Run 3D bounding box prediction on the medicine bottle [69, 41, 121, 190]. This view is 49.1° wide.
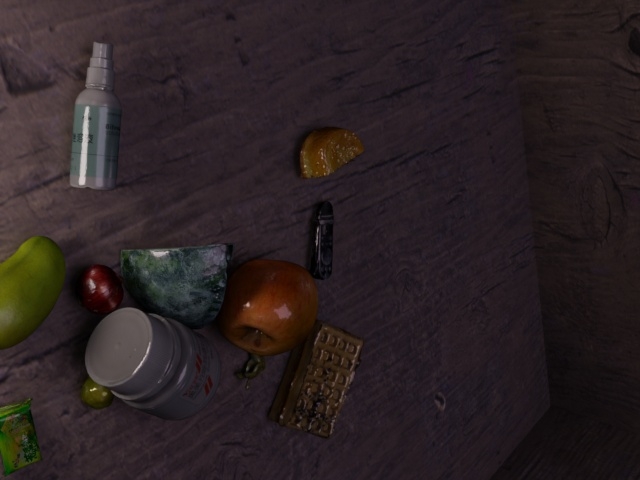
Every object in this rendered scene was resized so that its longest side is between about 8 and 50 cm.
[{"bbox_3d":[-0.540,-0.300,1.701,0.110,0.110,0.351,1,97,-46],"label":"medicine bottle"}]

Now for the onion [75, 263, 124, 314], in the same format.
[{"bbox_3d":[-0.550,0.123,1.756,0.131,0.131,0.131,-11,105,-45],"label":"onion"}]

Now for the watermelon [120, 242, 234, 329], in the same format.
[{"bbox_3d":[-0.360,0.107,1.911,0.320,0.213,0.289,-16,115,4],"label":"watermelon"}]

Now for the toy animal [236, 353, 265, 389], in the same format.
[{"bbox_3d":[-0.199,0.368,2.215,0.136,0.073,0.181,-8,100,-52],"label":"toy animal"}]

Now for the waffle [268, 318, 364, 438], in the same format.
[{"bbox_3d":[-0.010,0.471,2.397,0.261,0.114,0.376,32,74,-45],"label":"waffle"}]

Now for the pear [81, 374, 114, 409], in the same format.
[{"bbox_3d":[-0.578,0.388,1.816,0.092,0.092,0.097,-1,63,-46],"label":"pear"}]

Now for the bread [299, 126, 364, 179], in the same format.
[{"bbox_3d":[0.032,-0.297,2.273,0.229,0.143,0.139,-37,123,-38],"label":"bread"}]

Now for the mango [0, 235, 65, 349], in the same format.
[{"bbox_3d":[-0.695,0.120,1.607,0.175,0.143,0.293,51,51,-32],"label":"mango"}]

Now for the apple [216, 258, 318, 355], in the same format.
[{"bbox_3d":[-0.152,0.187,2.079,0.299,0.299,0.275,46,45,-41],"label":"apple"}]

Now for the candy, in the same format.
[{"bbox_3d":[-0.736,0.478,1.702,0.102,0.032,0.178,-19,111,-42],"label":"candy"}]

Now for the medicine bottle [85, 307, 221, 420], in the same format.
[{"bbox_3d":[-0.427,0.317,1.807,0.306,0.245,0.245,45,65,-54],"label":"medicine bottle"}]

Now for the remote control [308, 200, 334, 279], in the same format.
[{"bbox_3d":[0.000,0.000,2.365,0.090,0.066,0.265,-1,94,-60],"label":"remote control"}]
